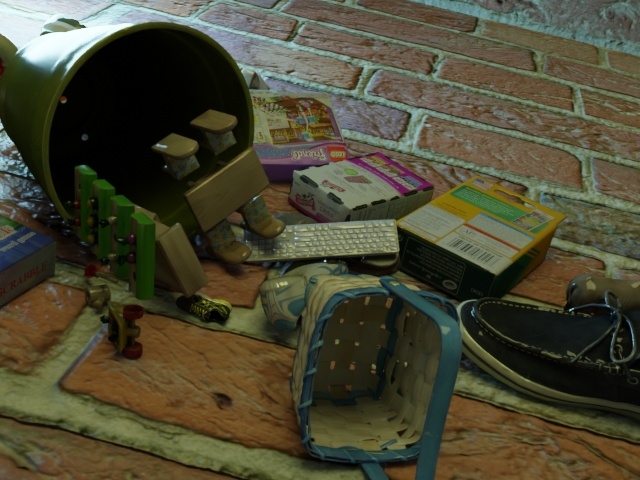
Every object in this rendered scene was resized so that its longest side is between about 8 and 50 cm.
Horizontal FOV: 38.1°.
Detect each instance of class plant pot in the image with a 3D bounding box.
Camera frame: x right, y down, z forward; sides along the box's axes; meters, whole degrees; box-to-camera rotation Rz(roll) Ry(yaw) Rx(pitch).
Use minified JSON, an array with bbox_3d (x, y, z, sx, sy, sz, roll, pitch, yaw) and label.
[{"bbox_3d":[-0.362,-0.205,1.548,0.367,0.366,0.353,-13,27,-38],"label":"plant pot"}]

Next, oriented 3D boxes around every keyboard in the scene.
[{"bbox_3d":[0.000,0.000,1.538,0.256,0.014,0.072,-3,55,1],"label":"keyboard"}]

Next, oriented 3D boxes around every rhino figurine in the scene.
[{"bbox_3d":[0.508,0.108,1.535,0.243,0.106,0.073,5,31,-13],"label":"rhino figurine"}]

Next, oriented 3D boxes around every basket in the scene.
[{"bbox_3d":[0.077,0.164,1.122,0.201,0.254,0.289,5,19,-18],"label":"basket"}]

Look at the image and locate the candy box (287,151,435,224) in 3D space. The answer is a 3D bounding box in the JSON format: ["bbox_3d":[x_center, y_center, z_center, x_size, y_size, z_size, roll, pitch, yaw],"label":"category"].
[{"bbox_3d":[0.078,-0.088,1.749,0.233,0.071,0.159,-15,40,-41],"label":"candy box"}]

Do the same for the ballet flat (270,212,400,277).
[{"bbox_3d":[0.015,0.014,1.572,0.250,0.058,0.084,13,57,13],"label":"ballet flat"}]

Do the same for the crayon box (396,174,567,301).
[{"bbox_3d":[0.286,-0.004,1.671,0.203,0.083,0.323,28,33,25],"label":"crayon box"}]

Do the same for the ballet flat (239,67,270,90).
[{"bbox_3d":[-0.174,-0.313,2.011,0.108,0.106,0.316,18,29,12],"label":"ballet flat"}]

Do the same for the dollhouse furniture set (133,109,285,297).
[{"bbox_3d":[-0.170,-0.045,1.416,0.242,0.212,0.161,-38,35,-23],"label":"dollhouse furniture set"}]

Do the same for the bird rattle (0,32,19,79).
[{"bbox_3d":[-0.643,-0.338,1.774,0.254,0.207,0.143,9,68,11],"label":"bird rattle"}]

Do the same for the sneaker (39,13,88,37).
[{"bbox_3d":[-0.460,-0.306,1.910,0.410,0.158,0.182,28,64,23],"label":"sneaker"}]

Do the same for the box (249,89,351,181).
[{"bbox_3d":[-0.100,-0.209,1.839,0.293,0.057,0.200,-1,54,-23],"label":"box"}]

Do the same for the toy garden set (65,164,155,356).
[{"bbox_3d":[-0.303,0.030,1.285,0.049,0.203,0.244,-9,26,-33],"label":"toy garden set"}]

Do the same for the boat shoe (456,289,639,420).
[{"bbox_3d":[0.442,0.164,1.366,0.500,0.156,0.187,17,31,11],"label":"boat shoe"}]

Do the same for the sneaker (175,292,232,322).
[{"bbox_3d":[-0.172,0.099,1.363,0.083,0.031,0.035,9,32,-4],"label":"sneaker"}]

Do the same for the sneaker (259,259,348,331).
[{"bbox_3d":[-0.022,0.080,1.429,0.085,0.086,0.237,-6,8,26],"label":"sneaker"}]

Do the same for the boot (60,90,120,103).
[{"bbox_3d":[-0.458,-0.313,1.802,0.244,0.088,0.176,-25,68,-7],"label":"boot"}]

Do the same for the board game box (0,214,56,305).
[{"bbox_3d":[-0.597,0.026,1.291,0.318,0.065,0.319,22,30,16],"label":"board game box"}]
